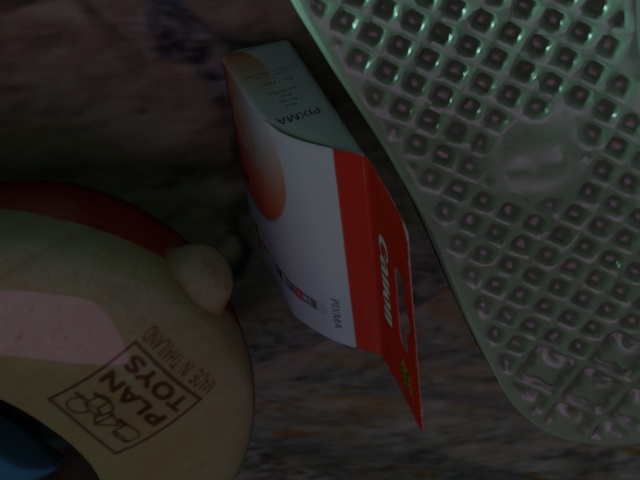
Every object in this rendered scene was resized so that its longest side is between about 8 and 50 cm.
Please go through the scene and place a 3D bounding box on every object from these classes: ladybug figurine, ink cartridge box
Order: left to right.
[{"bbox_3d":[-0.228,0.098,0.802,0.449,0.162,0.305,-25,126,24],"label":"ladybug figurine"},{"bbox_3d":[0.000,0.000,0.693,0.045,0.179,0.145,-16,132,-9],"label":"ink cartridge box"}]

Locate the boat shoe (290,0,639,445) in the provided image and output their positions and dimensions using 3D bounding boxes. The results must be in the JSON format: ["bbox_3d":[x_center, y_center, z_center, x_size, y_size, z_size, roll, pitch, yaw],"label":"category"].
[{"bbox_3d":[0.089,-0.131,0.591,0.187,0.156,0.500,-12,122,19],"label":"boat shoe"}]
